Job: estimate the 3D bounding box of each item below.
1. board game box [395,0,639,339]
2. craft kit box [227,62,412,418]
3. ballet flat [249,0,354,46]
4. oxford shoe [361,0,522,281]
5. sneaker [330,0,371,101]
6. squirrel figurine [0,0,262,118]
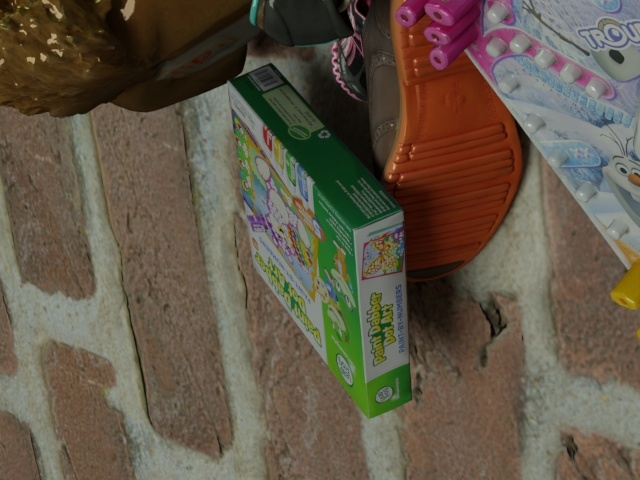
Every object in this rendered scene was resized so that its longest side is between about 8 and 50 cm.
[{"bbox_3d":[0.268,-0.055,1.125,0.390,0.050,0.390,50,159,-21],"label":"board game box"},{"bbox_3d":[0.000,0.000,1.484,0.250,0.061,0.247,51,159,42],"label":"craft kit box"},{"bbox_3d":[0.016,-0.286,1.231,0.096,0.095,0.280,13,110,10],"label":"ballet flat"},{"bbox_3d":[0.100,-0.123,1.400,0.133,0.130,0.364,-115,21,-47],"label":"oxford shoe"},{"bbox_3d":[0.039,-0.186,1.456,0.057,0.047,0.119,-4,110,33],"label":"sneaker"},{"bbox_3d":[-0.221,-0.306,1.378,0.370,0.397,0.281,59,146,5],"label":"squirrel figurine"}]
